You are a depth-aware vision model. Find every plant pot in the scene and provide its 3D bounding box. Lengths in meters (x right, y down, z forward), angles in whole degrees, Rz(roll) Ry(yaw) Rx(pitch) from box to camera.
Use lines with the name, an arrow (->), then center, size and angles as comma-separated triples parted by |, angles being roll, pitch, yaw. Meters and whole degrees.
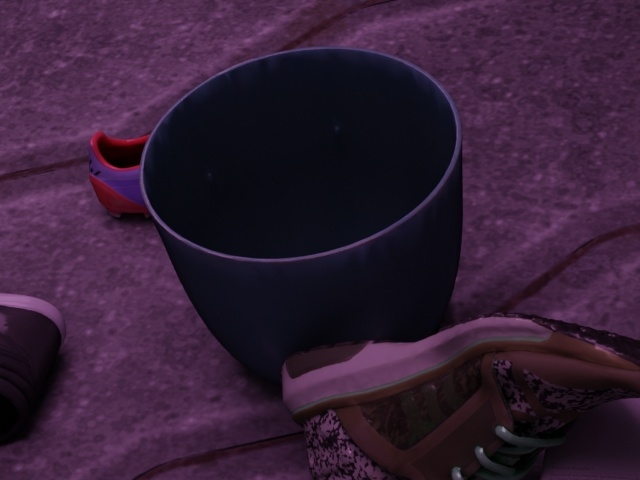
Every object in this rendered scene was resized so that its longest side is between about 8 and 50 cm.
plant pot -> 0.000, 0.000, 1.778 | 0.293, 0.235, 0.293 | -7, 43, 7

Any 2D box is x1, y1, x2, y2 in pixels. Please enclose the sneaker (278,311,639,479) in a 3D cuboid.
sneaker -> 0.130, 0.166, 1.568 | 0.410, 0.158, 0.182 | -15, 71, 48

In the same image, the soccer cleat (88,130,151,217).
soccer cleat -> -0.122, -0.075, 1.990 | 0.248, 0.095, 0.083 | -2, 43, 11

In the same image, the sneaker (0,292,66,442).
sneaker -> -0.399, 0.127, 1.828 | 0.296, 0.104, 0.147 | -2, 38, 5

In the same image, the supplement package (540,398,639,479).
supplement package -> 0.242, 0.212, 1.590 | 0.105, 0.105, 0.179 | 1, 44, 17
